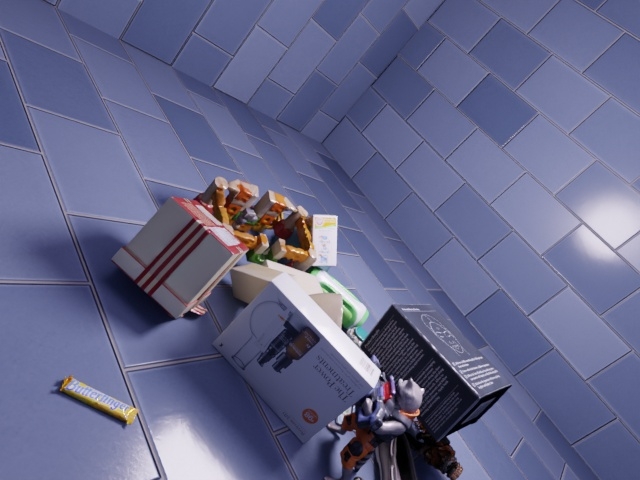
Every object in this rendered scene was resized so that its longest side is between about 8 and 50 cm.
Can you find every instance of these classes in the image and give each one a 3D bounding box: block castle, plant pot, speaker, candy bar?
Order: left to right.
[{"bbox_3d":[-0.445,0.321,0.875,0.161,0.018,0.040,37,22,-18],"label":"candy bar"},{"bbox_3d":[-0.251,-0.023,1.627,0.453,0.213,0.303,17,45,-39],"label":"block castle"},{"bbox_3d":[-0.053,0.291,1.357,0.191,0.284,0.284,10,27,-5],"label":"plant pot"},{"bbox_3d":[-0.044,0.018,1.929,0.290,0.195,0.290,37,23,-18],"label":"plant pot"},{"bbox_3d":[0.054,0.238,1.784,0.296,0.131,0.131,42,21,-6],"label":"speaker"}]

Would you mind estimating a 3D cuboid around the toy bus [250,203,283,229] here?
[{"bbox_3d":[-0.240,-0.101,1.922,0.202,0.191,0.104,-34,122,-68],"label":"toy bus"}]

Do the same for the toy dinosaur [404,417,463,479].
[{"bbox_3d":[0.367,0.692,1.488,0.218,0.164,0.322,43,-22,-4],"label":"toy dinosaur"}]

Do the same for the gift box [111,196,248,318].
[{"bbox_3d":[-0.367,0.057,1.203,0.255,0.258,0.276,43,1,4],"label":"gift box"}]

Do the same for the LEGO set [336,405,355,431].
[{"bbox_3d":[0.097,0.472,1.410,0.182,0.060,0.244,35,45,-25],"label":"LEGO set"}]

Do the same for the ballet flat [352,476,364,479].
[{"bbox_3d":[0.118,0.674,1.157,0.041,0.041,0.114,31,1,-30],"label":"ballet flat"}]

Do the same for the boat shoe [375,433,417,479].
[{"bbox_3d":[0.232,0.687,1.241,0.112,0.095,0.335,39,13,-16],"label":"boat shoe"}]

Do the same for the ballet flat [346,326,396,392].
[{"bbox_3d":[0.246,0.488,1.619,0.409,0.147,0.147,39,19,16],"label":"ballet flat"}]

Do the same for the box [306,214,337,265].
[{"bbox_3d":[0.000,0.000,1.765,0.103,0.203,0.114,2,0,-18],"label":"box"}]

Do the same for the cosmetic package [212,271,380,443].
[{"bbox_3d":[-0.072,0.319,1.185,0.377,0.284,0.097,45,24,5],"label":"cosmetic package"}]

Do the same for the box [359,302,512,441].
[{"bbox_3d":[0.384,0.421,1.476,0.294,0.212,0.395,10,31,-48],"label":"box"}]

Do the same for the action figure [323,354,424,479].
[{"bbox_3d":[0.154,0.484,1.213,0.178,0.330,0.341,44,21,-3],"label":"action figure"}]

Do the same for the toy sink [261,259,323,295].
[{"bbox_3d":[-0.119,0.192,1.555,0.234,0.131,0.152,21,30,-36],"label":"toy sink"}]

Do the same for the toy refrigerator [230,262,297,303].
[{"bbox_3d":[-0.175,0.144,1.353,0.094,0.102,0.269,-13,13,-35],"label":"toy refrigerator"}]
